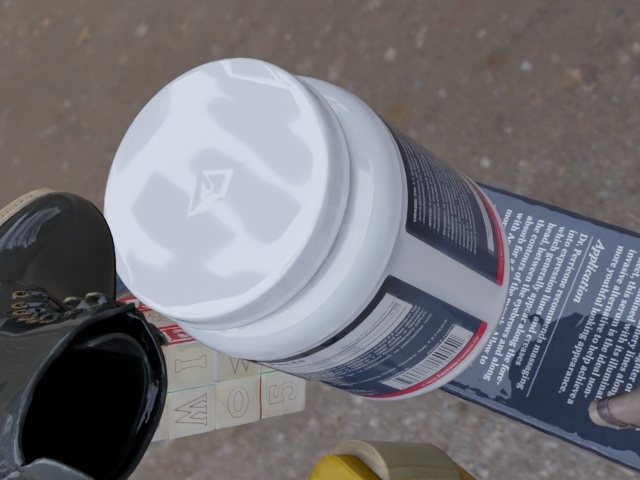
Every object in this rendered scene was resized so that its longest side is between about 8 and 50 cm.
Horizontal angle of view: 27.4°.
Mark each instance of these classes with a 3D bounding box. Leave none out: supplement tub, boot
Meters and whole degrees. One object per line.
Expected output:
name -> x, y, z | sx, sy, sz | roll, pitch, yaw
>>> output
supplement tub -> 0.000, 0.000, 0.910 | 0.191, 0.272, 0.191 | -10, 70, 28
boot -> 0.243, 0.125, 0.998 | 0.087, 0.118, 0.042 | -13, 65, 40
boot -> -0.082, 0.034, 0.436 | 0.137, 0.077, 0.198 | -39, 29, 38

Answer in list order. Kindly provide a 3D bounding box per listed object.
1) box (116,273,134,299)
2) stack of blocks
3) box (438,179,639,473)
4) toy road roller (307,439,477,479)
box -> -0.298, 0.089, 1.374 | 0.059, 0.232, 0.183 | 57, 148, 6
stack of blocks -> -0.181, 0.105, 1.130 | 0.171, 0.297, 0.087 | 30, 124, 59
box -> 0.305, 0.118, 1.333 | 0.395, 0.293, 0.212 | 21, 85, 31
toy road roller -> 0.112, 0.391, 1.433 | 0.329, 0.202, 0.241 | 40, 110, 41
